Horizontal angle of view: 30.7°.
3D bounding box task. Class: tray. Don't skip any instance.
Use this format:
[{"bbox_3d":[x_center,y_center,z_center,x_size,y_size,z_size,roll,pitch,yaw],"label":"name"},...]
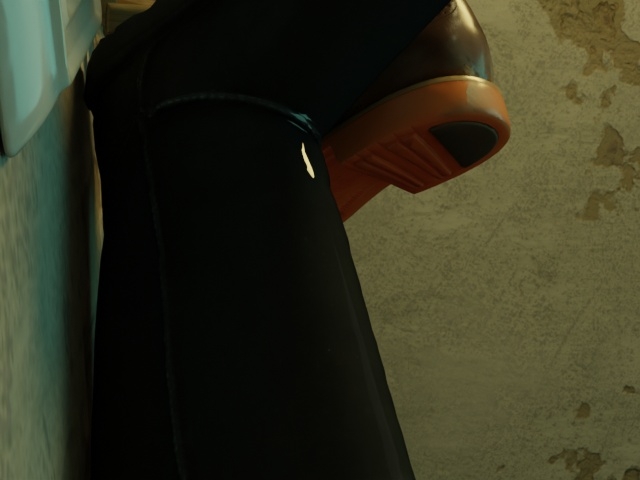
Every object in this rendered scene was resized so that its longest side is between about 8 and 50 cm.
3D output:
[{"bbox_3d":[-0.136,-0.143,0.590,0.270,0.030,0.145,-110,-164,-71],"label":"tray"}]

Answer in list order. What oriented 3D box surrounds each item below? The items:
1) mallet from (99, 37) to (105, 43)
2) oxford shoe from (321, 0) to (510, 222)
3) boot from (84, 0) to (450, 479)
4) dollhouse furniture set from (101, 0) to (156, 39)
[{"bbox_3d":[-0.163,-0.228,0.983,0.039,0.062,0.190,-111,-163,-57],"label":"mallet"},{"bbox_3d":[-0.022,-0.082,0.929,0.130,0.363,0.133,24,53,-54],"label":"oxford shoe"},{"bbox_3d":[-0.001,0.001,0.688,0.367,0.146,0.445,-34,-134,34],"label":"boot"},{"bbox_3d":[-0.101,-0.227,0.895,0.144,0.123,0.151,-119,-146,-55],"label":"dollhouse furniture set"}]
